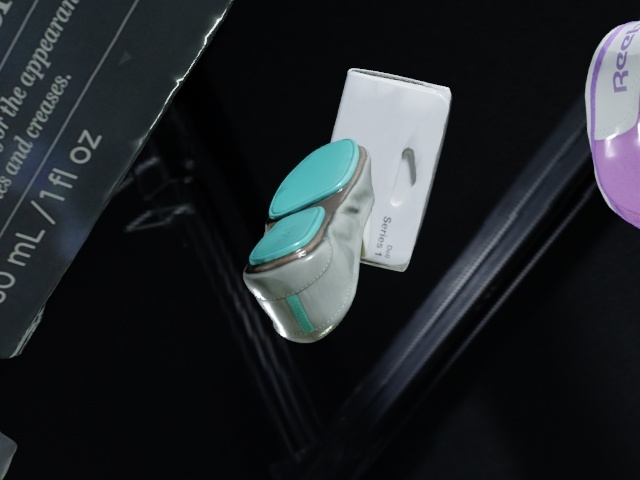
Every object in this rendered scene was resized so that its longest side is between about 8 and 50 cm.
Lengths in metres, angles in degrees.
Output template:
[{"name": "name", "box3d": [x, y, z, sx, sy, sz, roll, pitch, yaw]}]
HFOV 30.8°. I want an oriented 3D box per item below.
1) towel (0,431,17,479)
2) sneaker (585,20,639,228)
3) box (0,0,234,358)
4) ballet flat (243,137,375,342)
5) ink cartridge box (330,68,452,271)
[{"name": "towel", "box3d": [-0.370, 0.159, 0.537, 0.090, 0.374, 0.320, -19, -132, 61]}, {"name": "sneaker", "box3d": [0.221, 0.001, 0.502, 0.282, 0.102, 0.161, 47, -16, -26]}, {"name": "box", "box3d": [-0.255, -0.165, 0.513, 0.293, 0.395, 0.212, -54, -149, 25]}, {"name": "ballet flat", "box3d": [0.000, 0.000, 0.739, 0.072, 0.213, 0.068, -21, -72, 18]}, {"name": "ink cartridge box", "box3d": [0.060, -0.070, 1.059, 0.093, 0.219, 0.160, 14, -83, 6]}]
